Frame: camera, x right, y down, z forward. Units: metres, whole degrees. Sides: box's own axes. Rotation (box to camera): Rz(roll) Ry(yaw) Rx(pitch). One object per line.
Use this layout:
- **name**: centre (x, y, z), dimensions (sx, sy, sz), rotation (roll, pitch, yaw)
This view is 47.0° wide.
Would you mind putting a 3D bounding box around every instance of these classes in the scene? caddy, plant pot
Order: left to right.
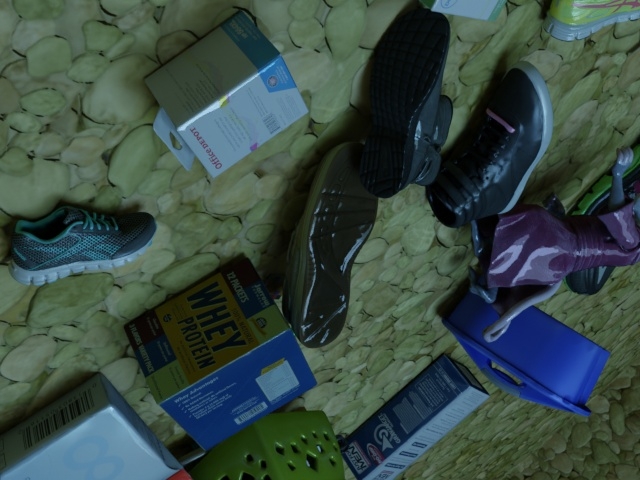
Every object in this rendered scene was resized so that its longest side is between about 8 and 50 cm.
- **plant pot**: centre (-0.077, 0.455, 1.322), dimensions (0.227, 0.207, 0.228), rotation (-46, 151, 21)
- **caddy**: centre (0.406, 0.221, 1.482), dimensions (0.179, 0.341, 0.241), rotation (-58, 149, 4)

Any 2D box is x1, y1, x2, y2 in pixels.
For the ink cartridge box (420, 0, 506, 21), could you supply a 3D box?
- **ink cartridge box**: centre (0.145, -0.336, 0.796), dimensions (0.235, 0.056, 0.171), rotation (-8, 137, -41)

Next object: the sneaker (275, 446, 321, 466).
- **sneaker**: centre (-0.075, 0.444, 1.512), dimensions (0.115, 0.090, 0.232), rotation (-6, 135, -34)

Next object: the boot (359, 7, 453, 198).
- **boot**: centre (0.129, -0.179, 0.961), dimensions (0.161, 0.083, 0.247), rotation (-26, 135, -55)

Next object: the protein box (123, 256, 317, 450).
- **protein box**: centre (-0.136, 0.168, 1.061), dimensions (0.199, 0.136, 0.201), rotation (-30, 146, -7)

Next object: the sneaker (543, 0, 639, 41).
- **sneaker**: centre (0.402, -0.349, 0.998), dimensions (0.208, 0.081, 0.094), rotation (-29, 144, -13)

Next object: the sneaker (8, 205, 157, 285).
- **sneaker**: centre (-0.259, -0.007, 0.810), dimensions (0.166, 0.065, 0.076), rotation (-20, 139, -28)

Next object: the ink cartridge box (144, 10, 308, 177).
- **ink cartridge box**: centre (-0.104, -0.144, 0.759), dimensions (0.143, 0.090, 0.092), rotation (-35, 147, -3)

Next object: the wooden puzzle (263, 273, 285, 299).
- **wooden puzzle**: centre (-0.071, 0.071, 1.130), dimensions (0.083, 0.006, 0.049), rotation (6, 127, -46)

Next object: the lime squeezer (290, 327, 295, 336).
- **lime squeezer**: centre (-0.090, 0.219, 1.269), dimensions (0.110, 0.058, 0.310), rotation (-48, 167, -55)

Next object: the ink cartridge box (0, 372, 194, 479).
- **ink cartridge box**: centre (-0.353, 0.420, 1.098), dimensions (0.308, 0.091, 0.385), rotation (-33, 124, -8)

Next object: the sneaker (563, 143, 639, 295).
- **sneaker**: centre (0.666, -0.057, 1.491), dimensions (0.185, 0.202, 0.483), rotation (1, 131, -43)

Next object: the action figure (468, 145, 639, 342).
- **action figure**: centre (0.451, 0.010, 1.294), dimensions (0.370, 0.276, 0.248), rotation (-7, 163, 2)

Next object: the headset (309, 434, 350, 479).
- **headset**: centre (0.050, 0.607, 1.709), dimensions (0.185, 0.243, 0.394), rotation (-34, 127, -7)

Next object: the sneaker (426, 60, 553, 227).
- **sneaker**: centre (0.243, -0.123, 1.099), dimensions (0.146, 0.105, 0.296), rotation (-25, 146, -22)

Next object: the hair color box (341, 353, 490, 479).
- **hair color box**: centre (0.224, 0.434, 1.764), dimensions (0.347, 0.105, 0.174), rotation (-44, 146, 8)

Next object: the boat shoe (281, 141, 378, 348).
- **boat shoe**: centre (0.000, 0.000, 1.032), dimensions (0.109, 0.098, 0.302), rotation (-5, 117, -33)

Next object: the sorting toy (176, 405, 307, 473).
- **sorting toy**: centre (-0.182, 0.394, 1.387), dimensions (0.347, 0.047, 0.196), rotation (-23, 150, -18)
